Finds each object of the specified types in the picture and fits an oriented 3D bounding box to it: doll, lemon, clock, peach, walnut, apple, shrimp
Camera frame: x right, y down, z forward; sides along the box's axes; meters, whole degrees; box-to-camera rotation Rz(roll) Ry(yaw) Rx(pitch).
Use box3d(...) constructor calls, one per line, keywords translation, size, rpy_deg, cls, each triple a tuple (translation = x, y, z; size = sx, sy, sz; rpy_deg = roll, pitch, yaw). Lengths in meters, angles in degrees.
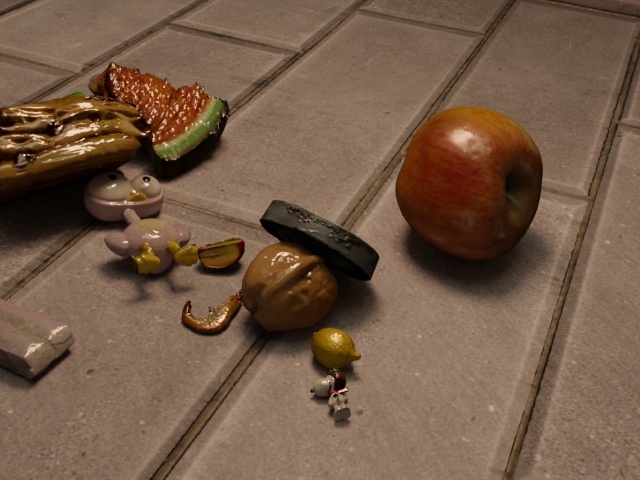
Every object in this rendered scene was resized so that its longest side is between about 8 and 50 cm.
box3d(translation=(0.024, 0.234, 1.347), size=(0.058, 0.040, 0.085), rpy_deg=(-29, 41, -22), cls="doll")
box3d(translation=(-0.347, -0.041, 1.664), size=(0.160, 0.094, 0.365), rpy_deg=(-9, 37, -25), cls="doll")
box3d(translation=(0.024, 0.174, 1.414), size=(0.092, 0.065, 0.065), rpy_deg=(22, 37, 28), cls="lemon")
box3d(translation=(0.000, 0.000, 1.554), size=(0.226, 0.226, 0.049), rpy_deg=(24, 80, 27), cls="clock")
box3d(translation=(-0.182, 0.026, 1.619), size=(0.083, 0.050, 0.077), rpy_deg=(-16, 15, -43), cls="peach")
box3d(translation=(-0.053, 0.077, 1.481), size=(0.166, 0.149, 0.167), rpy_deg=(7, 59, -11), cls="walnut")
box3d(translation=(0.273, -0.113, 1.685), size=(0.301, 0.302, 0.301), rpy_deg=(3, 34, -2), cls="apple")
box3d(translation=(-0.182, 0.114, 1.513), size=(0.091, 0.025, 0.127), rpy_deg=(22, 40, 26), cls="shrimp")

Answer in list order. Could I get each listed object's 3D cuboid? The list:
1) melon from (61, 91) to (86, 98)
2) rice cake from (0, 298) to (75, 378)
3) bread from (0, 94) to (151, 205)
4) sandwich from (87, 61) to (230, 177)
box3d(translation=(-0.540, -0.260, 1.956), size=(0.064, 0.118, 0.209), rpy_deg=(-18, 35, -22), cls="melon")
box3d(translation=(-0.546, 0.134, 1.416), size=(0.297, 0.050, 0.106), rpy_deg=(18, 36, 20), cls="rice cake")
box3d(translation=(-0.519, -0.191, 1.714), size=(0.324, 0.167, 0.277), rpy_deg=(-22, 4, -29), cls="bread")
box3d(translation=(-0.379, -0.272, 1.945), size=(0.301, 0.162, 0.250), rpy_deg=(36, 49, -7), cls="sandwich")
